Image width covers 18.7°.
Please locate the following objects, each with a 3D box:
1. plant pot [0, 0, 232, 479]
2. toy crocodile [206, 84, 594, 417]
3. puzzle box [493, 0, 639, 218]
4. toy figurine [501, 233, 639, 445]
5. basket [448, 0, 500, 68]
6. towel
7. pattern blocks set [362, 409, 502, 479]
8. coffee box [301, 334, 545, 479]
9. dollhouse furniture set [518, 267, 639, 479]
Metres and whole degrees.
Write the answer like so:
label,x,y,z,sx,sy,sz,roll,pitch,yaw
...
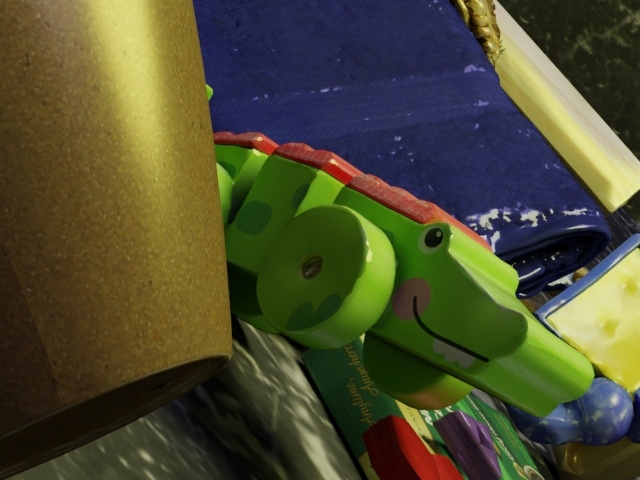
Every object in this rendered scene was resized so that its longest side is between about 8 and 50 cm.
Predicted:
label,x,y,z,sx,sy,sz,roll,pitch,yaw
plant pot,-0.131,-0.054,0.624,0.254,0.237,0.237,64,15,9
toy crocodile,0.000,0.000,0.965,0.115,0.105,0.340,32,-5,-41
puzzle box,0.081,-0.151,1.646,0.409,0.052,0.272,49,-19,4
toy figurine,0.234,0.048,1.263,0.217,0.362,0.191,43,-28,21
basket,-0.003,-0.212,1.472,0.299,0.213,0.223,47,14,-6
towel,0.014,-0.070,1.224,0.228,0.076,0.308,-9,49,-24
pattern blocks set,0.138,0.231,0.985,0.325,0.026,0.285,60,15,14
coffee box,0.073,0.123,1.124,0.184,0.040,0.113,34,20,-46
dollhouse furniture set,0.171,0.087,1.387,0.123,0.144,0.151,33,34,-35
